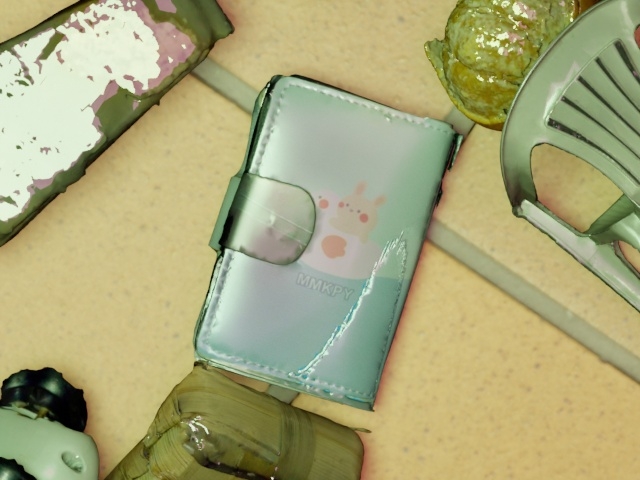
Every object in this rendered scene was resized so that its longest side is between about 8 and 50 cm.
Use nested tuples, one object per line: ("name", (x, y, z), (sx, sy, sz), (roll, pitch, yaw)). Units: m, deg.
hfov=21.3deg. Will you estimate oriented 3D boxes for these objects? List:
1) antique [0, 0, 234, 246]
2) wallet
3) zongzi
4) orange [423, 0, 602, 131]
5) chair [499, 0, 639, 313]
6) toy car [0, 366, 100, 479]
("antique", (-0.205, -0.122, 1.374), (0.284, 0.125, 0.150), (-35, 98, -1))
("wallet", (0.000, 0.000, 1.416), (0.176, 0.075, 0.250), (17, 91, -7))
("zongzi", (-0.080, 0.202, 1.425), (0.194, 0.099, 0.197), (23, 132, -23))
("orange", (0.159, -0.167, 1.383), (0.134, 0.156, 0.157), (32, 91, 38))
("chair", (0.280, -0.056, 1.366), (0.274, 0.190, 0.203), (39, 90, 3))
("toy car", (-0.304, 0.208, 1.363), (0.255, 0.188, 0.190), (11, 119, 1))
